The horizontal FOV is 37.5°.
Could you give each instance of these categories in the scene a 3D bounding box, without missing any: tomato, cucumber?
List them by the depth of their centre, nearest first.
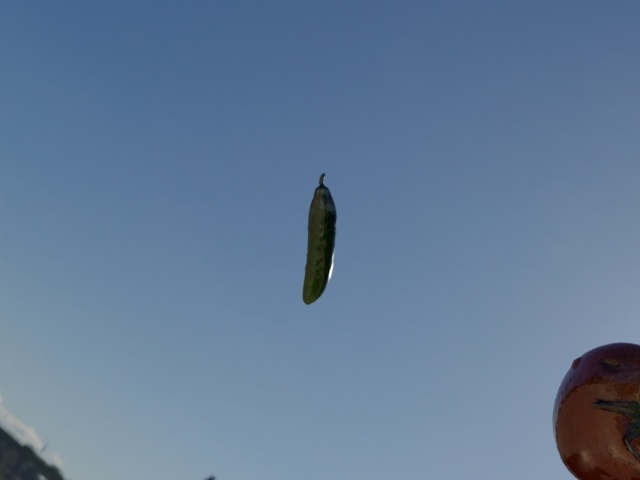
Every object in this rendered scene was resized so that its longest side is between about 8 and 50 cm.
[{"bbox_3d":[0.341,0.206,1.070,0.167,0.167,0.167,34,-24,17],"label":"tomato"},{"bbox_3d":[0.000,0.000,1.756,0.056,0.056,0.250,16,-75,45],"label":"cucumber"}]
